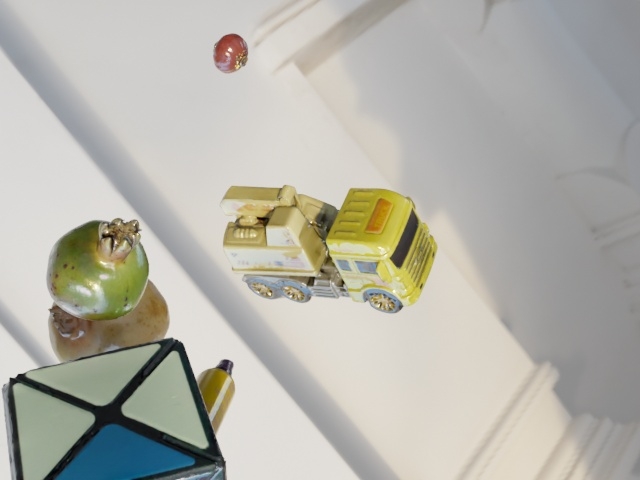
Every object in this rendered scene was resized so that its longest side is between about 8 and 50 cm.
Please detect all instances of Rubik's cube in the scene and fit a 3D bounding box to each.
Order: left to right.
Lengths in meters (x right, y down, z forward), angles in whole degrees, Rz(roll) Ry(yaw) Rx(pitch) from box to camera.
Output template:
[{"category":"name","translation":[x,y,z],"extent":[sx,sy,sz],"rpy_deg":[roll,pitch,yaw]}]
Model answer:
[{"category":"Rubik's cube","translation":[-0.264,0.311,1.076],"extent":[0.250,0.248,0.246],"rpy_deg":[-11,-140,-19]}]

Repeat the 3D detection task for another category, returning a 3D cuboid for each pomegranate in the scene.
[{"category":"pomegranate","translation":[-0.235,0.025,0.882],"extent":[0.114,0.114,0.142],"rpy_deg":[-44,179,-43]},{"category":"pomegranate","translation":[-0.366,0.143,1.416],"extent":[0.207,0.207,0.207],"rpy_deg":[-39,-174,4]}]

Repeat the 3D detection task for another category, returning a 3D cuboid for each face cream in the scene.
[{"category":"face cream","translation":[-0.197,0.280,1.424],"extent":[0.078,0.078,0.273],"rpy_deg":[-37,-169,18]}]

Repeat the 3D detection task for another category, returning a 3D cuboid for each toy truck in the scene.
[{"category":"toy truck","translation":[0.000,0.000,1.545],"extent":[0.405,0.254,0.180],"rpy_deg":[4,-125,31]}]

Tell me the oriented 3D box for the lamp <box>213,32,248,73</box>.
[{"category":"lamp","translation":[-0.221,-0.460,2.006],"extent":[0.101,0.090,0.101],"rpy_deg":[-52,159,-29]}]
